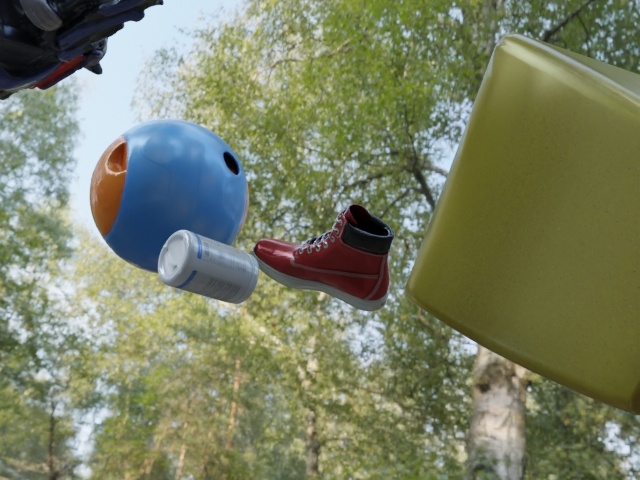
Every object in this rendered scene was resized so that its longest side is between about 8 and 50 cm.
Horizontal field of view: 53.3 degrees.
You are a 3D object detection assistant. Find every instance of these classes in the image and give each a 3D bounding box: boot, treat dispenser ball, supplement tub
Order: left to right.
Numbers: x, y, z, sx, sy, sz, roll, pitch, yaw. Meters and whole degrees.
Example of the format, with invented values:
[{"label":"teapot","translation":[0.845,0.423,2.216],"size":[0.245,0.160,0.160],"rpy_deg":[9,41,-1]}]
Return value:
[{"label":"treat dispenser ball","translation":[-0.276,-0.080,1.185],"size":[0.289,0.288,0.288],"rpy_deg":[8,-37,6]},{"label":"supplement tub","translation":[-0.137,0.034,0.784],"size":[0.071,0.070,0.107],"rpy_deg":[-22,-33,37]},{"label":"boot","translation":[0.000,0.000,1.024],"size":[0.245,0.088,0.176],"rpy_deg":[16,-49,19]}]

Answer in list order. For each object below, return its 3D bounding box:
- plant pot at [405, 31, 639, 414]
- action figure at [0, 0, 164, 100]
[{"label":"plant pot","translation":[0.218,0.003,0.433],"size":[0.212,0.187,0.212],"rpy_deg":[8,-69,-24]},{"label":"action figure","translation":[-0.290,-0.254,0.570],"size":[0.342,0.178,0.330],"rpy_deg":[-17,-17,16]}]
